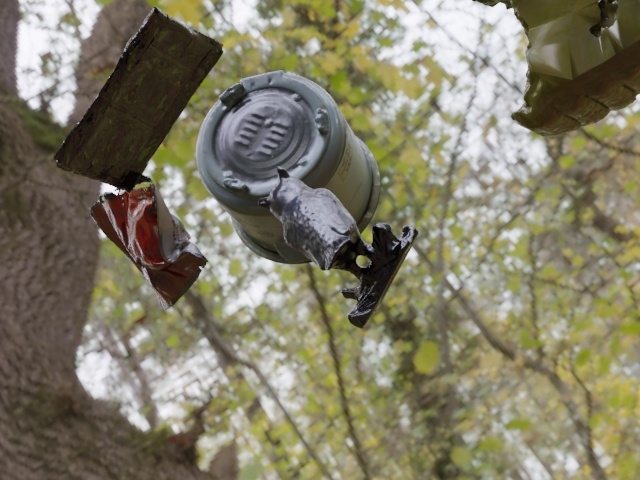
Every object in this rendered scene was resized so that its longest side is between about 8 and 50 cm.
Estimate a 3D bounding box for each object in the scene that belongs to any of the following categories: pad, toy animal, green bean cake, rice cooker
[{"bbox_3d":[-0.226,-0.173,1.484,0.233,0.022,0.174,-56,-26,9],"label":"pad"},{"bbox_3d":[-0.004,-0.002,1.377,0.117,0.210,0.121,-13,-48,-61],"label":"toy animal"},{"bbox_3d":[0.298,-0.266,1.405,0.233,0.236,0.124,-28,-19,30],"label":"green bean cake"},{"bbox_3d":[-0.050,-0.113,1.910,0.264,0.316,0.316,-14,-26,12],"label":"rice cooker"}]

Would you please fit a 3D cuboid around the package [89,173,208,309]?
[{"bbox_3d":[-0.245,0.006,1.676,0.071,0.194,0.269,-29,2,-32],"label":"package"}]
